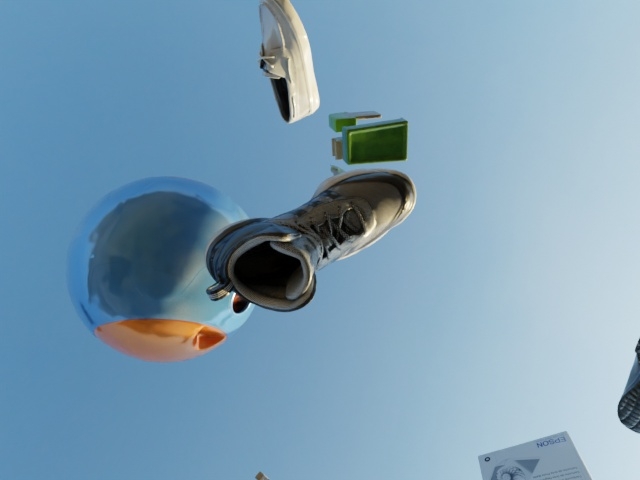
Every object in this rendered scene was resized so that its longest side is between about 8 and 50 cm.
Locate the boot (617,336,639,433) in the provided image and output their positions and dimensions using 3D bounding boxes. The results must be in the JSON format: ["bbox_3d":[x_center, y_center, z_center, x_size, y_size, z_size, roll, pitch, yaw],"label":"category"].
[{"bbox_3d":[0.529,0.176,0.657,0.161,0.083,0.246,-38,-51,-34],"label":"boot"}]

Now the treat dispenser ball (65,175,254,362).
[{"bbox_3d":[-0.234,0.042,0.679,0.288,0.288,0.288,4,-103,-16],"label":"treat dispenser ball"}]

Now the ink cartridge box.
[{"bbox_3d":[0.472,0.538,0.941,0.223,0.224,0.045,-26,-77,16],"label":"ink cartridge box"}]

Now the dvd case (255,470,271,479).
[{"bbox_3d":[-0.024,0.530,0.821,0.221,0.164,0.018,30,-118,25],"label":"dvd case"}]

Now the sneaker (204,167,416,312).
[{"bbox_3d":[0.000,0.000,0.476,0.269,0.153,0.101,-22,-74,-4],"label":"sneaker"}]

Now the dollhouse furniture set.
[{"bbox_3d":[0.121,-0.175,1.140,0.151,0.197,0.301,-9,-63,-9],"label":"dollhouse furniture set"}]

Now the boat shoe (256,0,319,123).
[{"bbox_3d":[-0.055,-0.246,0.600,0.063,0.184,0.066,-40,-122,-17],"label":"boat shoe"}]
